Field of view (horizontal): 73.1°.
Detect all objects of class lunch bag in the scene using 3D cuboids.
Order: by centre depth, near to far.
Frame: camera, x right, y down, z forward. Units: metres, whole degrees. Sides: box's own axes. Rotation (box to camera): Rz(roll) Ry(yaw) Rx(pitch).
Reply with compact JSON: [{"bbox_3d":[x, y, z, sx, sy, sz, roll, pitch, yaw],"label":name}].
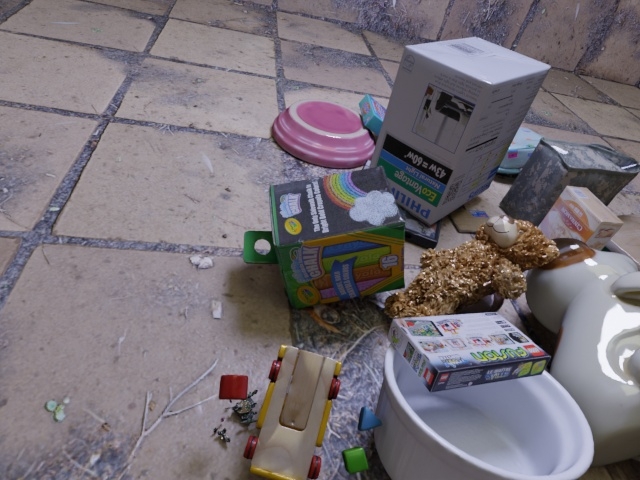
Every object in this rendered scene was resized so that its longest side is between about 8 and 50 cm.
[{"bbox_3d":[0.705,-0.143,1.211,0.286,0.235,0.169,3,43,-16],"label":"lunch bag"},{"bbox_3d":[0.643,-0.318,1.465,0.223,0.108,0.279,-2,34,-11],"label":"lunch bag"}]

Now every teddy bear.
[{"bbox_3d":[0.267,0.058,0.809,0.113,0.337,0.245,58,11,-9],"label":"teddy bear"}]

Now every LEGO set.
[{"bbox_3d":[-0.120,0.258,0.637,0.083,0.024,0.054,-30,55,-26],"label":"LEGO set"}]

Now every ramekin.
[{"bbox_3d":[0.208,0.258,0.610,0.276,0.135,0.277,11,24,-5],"label":"ramekin"}]

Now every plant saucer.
[{"bbox_3d":[0.309,0.100,0.931,0.168,0.029,0.169,5,48,-5],"label":"plant saucer"},{"bbox_3d":[0.019,-0.347,1.339,0.331,0.084,0.332,9,40,-7],"label":"plant saucer"}]

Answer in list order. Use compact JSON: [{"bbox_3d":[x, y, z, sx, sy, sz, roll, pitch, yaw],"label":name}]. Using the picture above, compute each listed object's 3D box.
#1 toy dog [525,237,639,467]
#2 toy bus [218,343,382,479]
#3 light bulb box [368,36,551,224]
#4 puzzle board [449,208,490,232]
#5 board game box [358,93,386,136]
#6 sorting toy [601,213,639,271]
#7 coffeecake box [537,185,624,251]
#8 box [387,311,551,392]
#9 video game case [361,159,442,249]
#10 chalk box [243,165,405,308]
[{"bbox_3d":[0.517,0.183,0.780,0.395,0.285,0.408,-20,36,20],"label":"toy dog"},{"bbox_3d":[-0.039,0.250,0.602,0.202,0.104,0.191,-25,73,-14],"label":"toy bus"},{"bbox_3d":[0.341,-0.288,1.104,0.225,0.361,0.357,38,44,27],"label":"light bulb box"},{"bbox_3d":[0.416,-0.052,1.185,0.128,0.011,0.096,3,40,-16],"label":"puzzle board"},{"bbox_3d":[0.221,-0.361,1.384,0.210,0.047,0.160,30,33,-27],"label":"board game box"},{"bbox_3d":[0.864,0.048,1.157,0.256,0.090,0.256,-5,44,-24],"label":"sorting toy"},{"bbox_3d":[0.627,-0.018,1.077,0.068,0.186,0.142,3,41,-15],"label":"coffeecake box"},{"bbox_3d":[0.214,0.154,0.627,0.206,0.036,0.114,2,26,-24],"label":"box"},{"bbox_3d":[0.206,-0.107,1.158,0.248,0.035,0.275,21,40,6],"label":"video game case"},{"bbox_3d":[0.000,0.000,0.824,0.288,0.179,0.180,-10,43,1],"label":"chalk box"}]
